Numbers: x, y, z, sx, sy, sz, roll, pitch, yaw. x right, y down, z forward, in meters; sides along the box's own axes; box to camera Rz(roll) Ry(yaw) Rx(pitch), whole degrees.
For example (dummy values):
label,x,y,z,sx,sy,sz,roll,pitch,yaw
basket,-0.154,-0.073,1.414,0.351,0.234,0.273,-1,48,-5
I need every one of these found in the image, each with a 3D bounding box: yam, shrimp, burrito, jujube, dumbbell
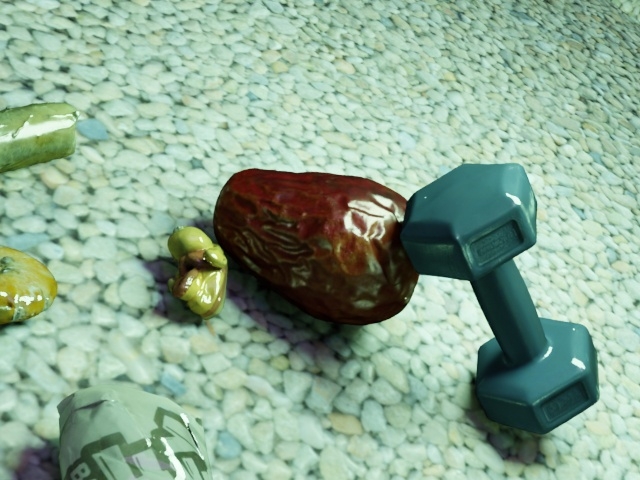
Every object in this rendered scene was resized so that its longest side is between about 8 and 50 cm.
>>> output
label,x,y,z,sx,sy,sz,roll,pitch,yaw
yam,-0.424,-0.097,1.076,0.372,0.083,0.083,-18,58,-45
shrimp,-0.363,0.043,1.003,0.187,0.051,0.132,1,27,-39
burrito,-0.127,0.308,0.810,0.139,0.101,0.445,9,41,-32
jujube,0.000,0.000,1.189,0.255,0.190,0.190,17,37,10
dumbbell,0.211,0.067,1.132,0.316,0.144,0.156,62,26,-28

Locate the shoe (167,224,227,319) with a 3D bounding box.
label,x,y,z,sx,sy,sz,roll,pitch,yaw
shoe,-0.139,0.032,1.124,0.069,0.072,0.109,35,52,-45
